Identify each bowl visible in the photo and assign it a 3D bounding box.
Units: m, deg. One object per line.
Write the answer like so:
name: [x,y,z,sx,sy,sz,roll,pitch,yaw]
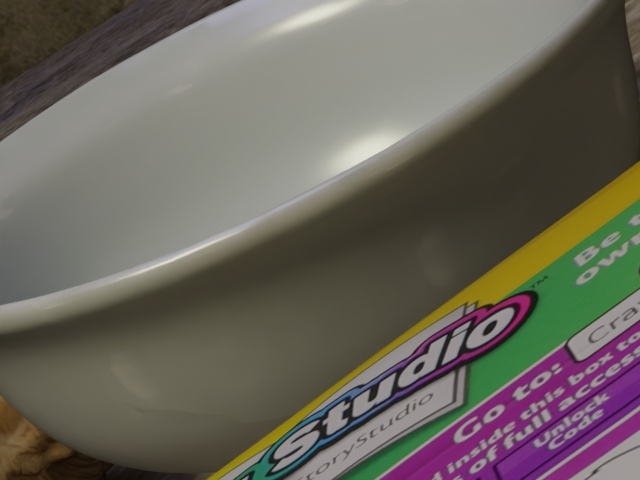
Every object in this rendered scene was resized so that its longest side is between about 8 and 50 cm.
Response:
bowl: [0.000,0.000,0.709,0.298,0.134,0.298,-24,19,9]

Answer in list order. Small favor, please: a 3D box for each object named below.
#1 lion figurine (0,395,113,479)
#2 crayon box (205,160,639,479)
lion figurine: [-0.238,0.159,0.882,0.392,0.142,0.240,-50,21,7]
crayon box: [0.082,0.083,0.365,0.363,0.106,0.313,-36,13,6]
